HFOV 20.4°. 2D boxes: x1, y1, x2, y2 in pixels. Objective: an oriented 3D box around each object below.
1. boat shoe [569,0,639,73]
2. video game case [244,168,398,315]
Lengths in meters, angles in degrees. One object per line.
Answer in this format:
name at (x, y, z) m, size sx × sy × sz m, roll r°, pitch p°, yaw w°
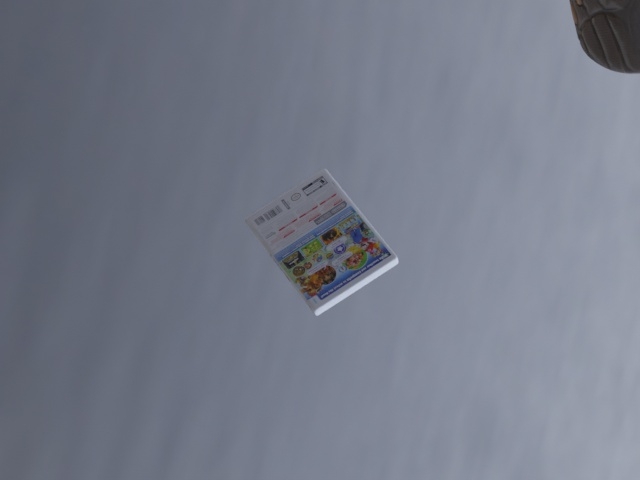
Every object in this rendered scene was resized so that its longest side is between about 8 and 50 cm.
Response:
boat shoe at (0.395, -0.213, 1.671) m, size 0.130 × 0.355 × 0.132 m, roll -34°, pitch 128°, yaw -28°
video game case at (0.000, 0.000, 1.561) m, size 0.087 × 0.122 × 0.011 m, roll -32°, pitch 147°, yaw -9°
